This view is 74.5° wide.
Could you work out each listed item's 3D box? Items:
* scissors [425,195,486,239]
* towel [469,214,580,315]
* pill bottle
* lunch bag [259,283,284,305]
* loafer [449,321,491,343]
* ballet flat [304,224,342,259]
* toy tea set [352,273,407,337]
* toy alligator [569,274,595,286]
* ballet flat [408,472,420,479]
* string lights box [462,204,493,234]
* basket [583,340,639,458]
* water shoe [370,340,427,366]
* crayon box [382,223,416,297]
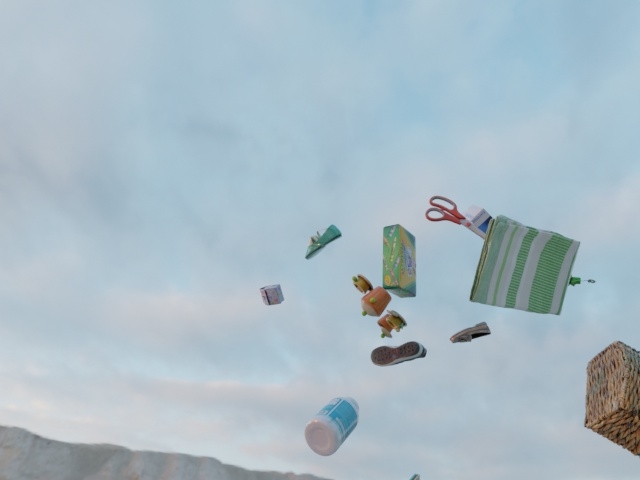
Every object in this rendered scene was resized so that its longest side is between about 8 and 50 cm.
[{"bbox_3d":[0.506,-0.072,1.470,0.297,0.109,0.021,26,-21,27],"label":"scissors"},{"bbox_3d":[0.582,0.079,1.185,0.324,0.248,0.038,12,4,-21],"label":"towel"},{"bbox_3d":[0.060,0.712,1.654,0.146,0.146,0.264,-23,-5,29],"label":"pill bottle"},{"bbox_3d":[-0.190,0.211,1.619,0.083,0.053,0.071,-9,-78,23],"label":"lunch bag"},{"bbox_3d":[0.442,0.277,1.235,0.125,0.039,0.045,-20,-36,-11],"label":"loafer"},{"bbox_3d":[0.000,0.000,1.934,0.083,0.087,0.247,-18,-15,-49],"label":"ballet flat"},{"bbox_3d":[0.221,0.291,1.662,0.336,0.124,0.200,55,-16,-29],"label":"toy tea set"},{"bbox_3d":[1.119,0.184,1.889,0.189,0.051,0.056,10,-33,39],"label":"toy alligator"},{"bbox_3d":[0.235,0.818,1.267,0.248,0.086,0.086,-48,-55,3],"label":"ballet flat"},{"bbox_3d":[0.712,-0.027,1.746,0.259,0.133,0.077,44,-81,-8],"label":"string lights box"},{"bbox_3d":[1.011,0.499,1.340,0.223,0.299,0.213,29,-46,13],"label":"basket"},{"bbox_3d":[0.272,0.405,1.469,0.203,0.073,0.080,-20,-39,34],"label":"water shoe"},{"bbox_3d":[0.337,0.090,1.792,0.081,0.279,0.165,-11,-25,35],"label":"crayon box"}]
